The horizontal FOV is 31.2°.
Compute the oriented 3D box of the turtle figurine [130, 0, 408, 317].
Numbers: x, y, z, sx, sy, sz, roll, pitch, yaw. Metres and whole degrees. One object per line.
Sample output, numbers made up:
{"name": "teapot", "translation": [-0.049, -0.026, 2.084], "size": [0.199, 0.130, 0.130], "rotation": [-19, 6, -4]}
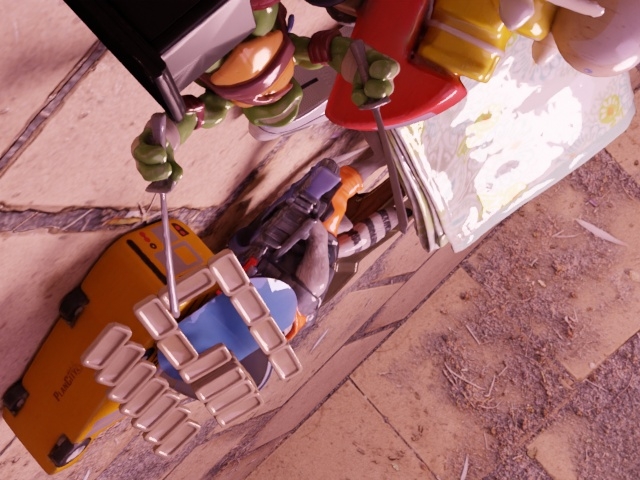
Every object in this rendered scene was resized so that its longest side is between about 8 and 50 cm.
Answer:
{"name": "turtle figurine", "translation": [-0.047, -0.110, 0.862], "size": [0.266, 0.197, 0.275], "rotation": [57, 38, -60]}

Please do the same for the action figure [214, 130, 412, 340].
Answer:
{"name": "action figure", "translation": [0.000, 0.000, 1.462], "size": [0.330, 0.178, 0.341], "rotation": [-55, -171, -36]}

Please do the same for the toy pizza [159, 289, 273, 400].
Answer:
{"name": "toy pizza", "translation": [-0.143, 0.109, 1.380], "size": [0.201, 0.201, 0.032], "rotation": [-52, 180, 37]}

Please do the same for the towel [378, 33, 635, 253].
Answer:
{"name": "towel", "translation": [0.246, -0.182, 1.498], "size": [0.374, 0.090, 0.320], "rotation": [-38, 138, -9]}

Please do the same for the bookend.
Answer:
{"name": "bookend", "translation": [-0.083, -0.183, 0.682], "size": [0.156, 0.157, 0.072], "rotation": [-41, 168, -7]}

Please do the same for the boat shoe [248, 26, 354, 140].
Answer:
{"name": "boat shoe", "translation": [0.015, -0.175, 1.223], "size": [0.226, 0.083, 0.076], "rotation": [-25, 173, -23]}

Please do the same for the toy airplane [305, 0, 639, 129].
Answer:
{"name": "toy airplane", "translation": [0.194, -0.265, 0.986], "size": [0.386, 0.272, 0.384], "rotation": [-39, 169, -34]}

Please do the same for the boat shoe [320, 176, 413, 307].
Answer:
{"name": "boat shoe", "translation": [0.046, -0.030, 1.713], "size": [0.307, 0.104, 0.110], "rotation": [-44, 159, 11]}

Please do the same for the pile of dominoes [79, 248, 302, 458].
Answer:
{"name": "pile of dominoes", "translation": [-0.142, 0.123, 1.247], "size": [0.196, 0.040, 0.251], "rotation": [-30, 137, -3]}

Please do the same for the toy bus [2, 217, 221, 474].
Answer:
{"name": "toy bus", "translation": [-0.246, 0.129, 1.325], "size": [0.130, 0.108, 0.333], "rotation": [-28, 160, -53]}

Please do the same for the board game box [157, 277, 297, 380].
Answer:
{"name": "board game box", "translation": [-0.109, 0.089, 1.273], "size": [0.168, 0.033, 0.133], "rotation": [-35, 145, 2]}
